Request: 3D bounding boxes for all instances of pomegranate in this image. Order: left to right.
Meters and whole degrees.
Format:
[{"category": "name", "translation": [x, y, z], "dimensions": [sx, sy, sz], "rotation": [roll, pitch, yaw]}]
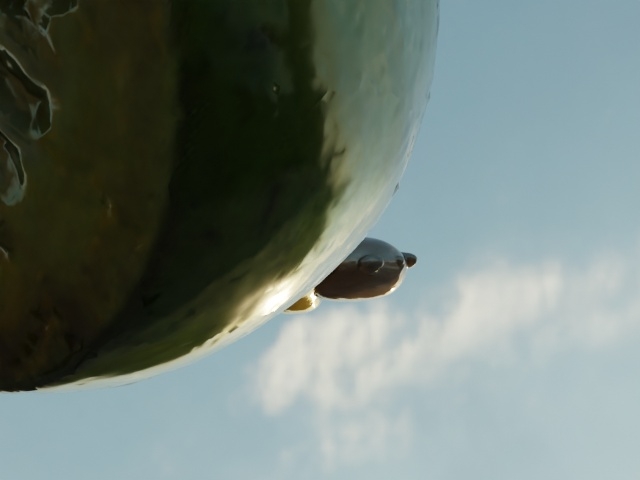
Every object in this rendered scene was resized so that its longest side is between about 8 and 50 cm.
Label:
[{"category": "pomegranate", "translation": [-0.056, -0.041, 0.449], "dimensions": [0.159, 0.190, 0.241], "rotation": [-18, -55, -50]}]

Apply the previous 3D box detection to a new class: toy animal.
[{"category": "toy animal", "translation": [0.000, 0.000, 1.127], "dimensions": [0.114, 0.082, 0.091], "rotation": [-11, -22, 22]}]
